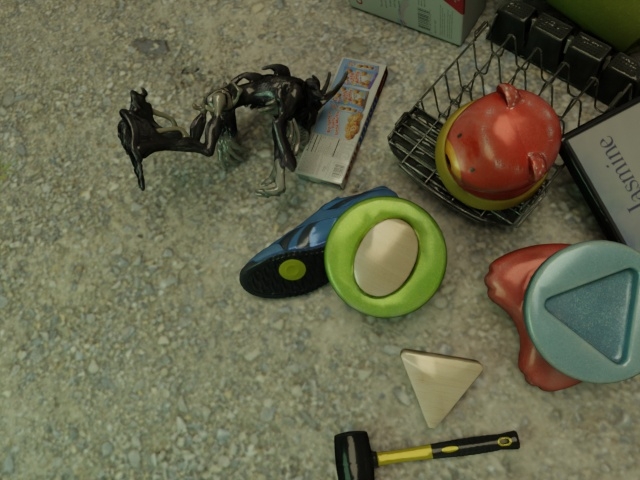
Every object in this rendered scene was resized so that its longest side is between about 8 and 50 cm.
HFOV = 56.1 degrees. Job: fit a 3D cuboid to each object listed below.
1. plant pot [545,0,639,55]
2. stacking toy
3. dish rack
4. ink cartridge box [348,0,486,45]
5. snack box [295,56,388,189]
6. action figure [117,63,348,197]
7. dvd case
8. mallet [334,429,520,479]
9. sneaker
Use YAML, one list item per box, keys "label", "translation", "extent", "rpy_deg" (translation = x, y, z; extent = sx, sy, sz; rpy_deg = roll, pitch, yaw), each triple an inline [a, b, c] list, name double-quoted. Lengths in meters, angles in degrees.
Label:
- label: "plant pot"
  translation: [0.333, -0.374, 0.686]
  extent: [0.275, 0.275, 0.293]
  rpy_deg: [-30, 83, 0]
- label: "stacking toy"
  translation: [0.159, 0.029, 0.575]
  extent: [0.280, 0.130, 0.308]
  rpy_deg: [-32, 87, 4]
- label: "dish rack"
  translation: [0.223, -0.146, 0.709]
  extent: [0.208, 0.074, 0.271]
  rpy_deg: [39, 83, 23]
- label: "ink cartridge box"
  translation: [0.120, -0.343, 0.769]
  extent: [0.175, 0.127, 0.072]
  rpy_deg: [28, 77, 19]
- label: "snack box"
  translation: [0.029, -0.154, 0.776]
  extent: [0.064, 0.022, 0.178]
  rpy_deg: [16, 74, 18]
- label: "action figure"
  translation: [-0.095, -0.133, 0.724]
  extent: [0.276, 0.140, 0.164]
  rpy_deg: [-16, 28, -21]
- label: "dvd case"
  translation: [0.399, -0.086, 0.634]
  extent: [0.253, 0.022, 0.180]
  rpy_deg: [-28, 87, -3]
- label: "mallet"
  translation: [0.106, 0.210, 0.622]
  extent: [0.190, 0.039, 0.062]
  rpy_deg: [-16, 71, 1]
- label: "sneaker"
  translation: [0.000, 0.000, 0.711]
  extent: [0.210, 0.069, 0.082]
  rpy_deg: [-26, 36, 10]
